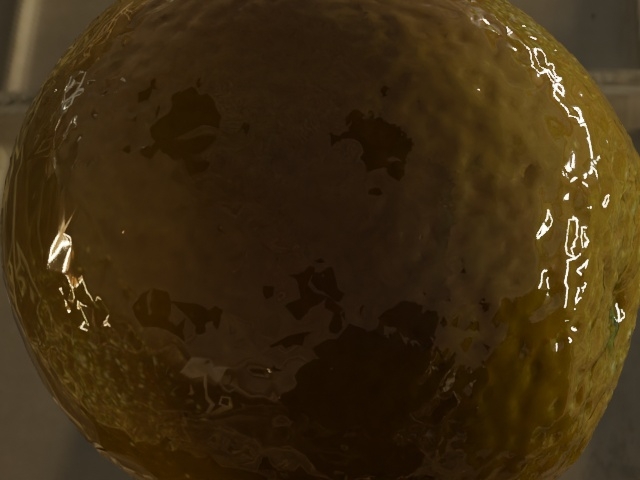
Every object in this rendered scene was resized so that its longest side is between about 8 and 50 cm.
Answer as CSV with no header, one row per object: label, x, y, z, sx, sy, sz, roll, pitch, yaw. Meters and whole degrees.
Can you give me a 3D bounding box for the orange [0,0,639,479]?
orange,0.000,0.000,0.473,0.236,0.236,0.236,-5,-127,6
